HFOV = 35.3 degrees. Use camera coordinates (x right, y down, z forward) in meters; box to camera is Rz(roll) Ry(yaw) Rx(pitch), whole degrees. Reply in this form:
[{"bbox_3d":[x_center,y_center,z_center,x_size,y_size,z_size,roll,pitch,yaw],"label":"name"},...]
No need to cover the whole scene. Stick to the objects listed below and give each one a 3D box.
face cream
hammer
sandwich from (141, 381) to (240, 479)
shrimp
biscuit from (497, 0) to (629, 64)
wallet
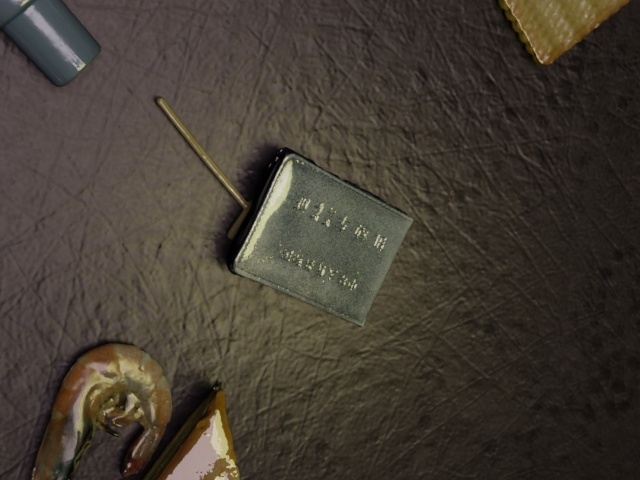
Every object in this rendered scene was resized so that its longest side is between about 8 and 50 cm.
[{"bbox_3d":[-0.383,-0.327,1.052,0.385,0.086,0.136,50,51,-23],"label":"face cream"},{"bbox_3d":[-0.143,-0.088,1.212,0.060,0.028,0.195,-40,105,-5],"label":"hammer"},{"bbox_3d":[-0.167,0.301,1.218,0.096,0.094,0.258,39,83,-18],"label":"sandwich"},{"bbox_3d":[-0.266,0.245,1.201,0.143,0.052,0.251,27,88,-23],"label":"shrimp"},{"bbox_3d":[0.341,-0.369,1.327,0.254,0.029,0.172,-38,107,-9],"label":"biscuit"},{"bbox_3d":[0.001,0.001,1.247,0.222,0.036,0.167,26,89,-30],"label":"wallet"}]
